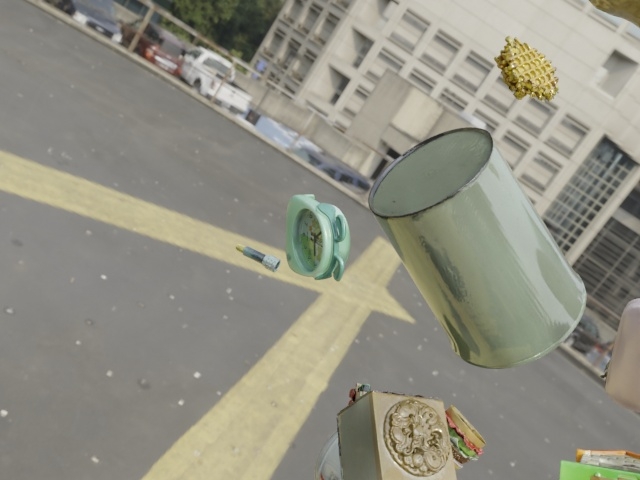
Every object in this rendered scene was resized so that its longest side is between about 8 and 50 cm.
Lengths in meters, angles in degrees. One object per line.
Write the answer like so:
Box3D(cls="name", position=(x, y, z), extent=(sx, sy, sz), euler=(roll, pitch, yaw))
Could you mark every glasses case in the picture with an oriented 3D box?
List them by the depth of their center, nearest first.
Box3D(cls="glasses case", position=(0.681, 0.249, 1.426), extent=(0.113, 0.297, 0.075), euler=(20, 44, 32))

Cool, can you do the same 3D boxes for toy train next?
Box3D(cls="toy train", position=(0.123, 0.494, 2.030), extent=(0.050, 0.087, 0.138), euler=(21, 55, -21))

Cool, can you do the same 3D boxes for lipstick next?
Box3D(cls="lipstick", position=(-0.154, 0.039, 1.637), extent=(0.116, 0.037, 0.037), euler=(25, 11, 15))

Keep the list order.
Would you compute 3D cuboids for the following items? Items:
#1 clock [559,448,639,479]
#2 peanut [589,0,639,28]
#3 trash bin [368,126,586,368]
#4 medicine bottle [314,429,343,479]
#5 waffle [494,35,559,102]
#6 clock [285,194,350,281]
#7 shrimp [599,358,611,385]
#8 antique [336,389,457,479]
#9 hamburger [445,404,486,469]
Box3D(cls="clock", position=(0.565, 0.458, 1.238), extent=(0.219, 0.106, 0.255), euler=(3, -7, 25))
Box3D(cls="peanut", position=(0.601, -0.421, 1.186), extent=(0.290, 0.130, 0.130), euler=(34, 14, 4))
Box3D(cls="trash bin", position=(0.299, 0.033, 1.253), extent=(0.432, 0.280, 0.280), euler=(53, 5, -26))
Box3D(cls="medicine bottle", position=(0.155, 0.602, 1.631), extent=(0.245, 0.245, 0.306), euler=(24, -1, -35))
Box3D(cls="waffle", position=(0.579, -0.469, 1.889), extent=(0.193, 0.070, 0.197), euler=(10, 59, -25))
Box3D(cls="clock", position=(-0.001, 0.000, 1.231), extent=(0.060, 0.148, 0.188), euler=(-4, 16, -29))
Box3D(cls="shrimp", position=(0.748, 0.334, 1.607), extent=(0.150, 0.051, 0.217), euler=(55, -18, 24))
Box3D(cls="antique", position=(0.124, 0.332, 1.087), extent=(0.146, 0.148, 0.152), euler=(11, 54, -23))
Box3D(cls="hamburger", position=(0.358, 0.547, 1.848), extent=(0.175, 0.137, 0.175), euler=(46, 6, -6))
